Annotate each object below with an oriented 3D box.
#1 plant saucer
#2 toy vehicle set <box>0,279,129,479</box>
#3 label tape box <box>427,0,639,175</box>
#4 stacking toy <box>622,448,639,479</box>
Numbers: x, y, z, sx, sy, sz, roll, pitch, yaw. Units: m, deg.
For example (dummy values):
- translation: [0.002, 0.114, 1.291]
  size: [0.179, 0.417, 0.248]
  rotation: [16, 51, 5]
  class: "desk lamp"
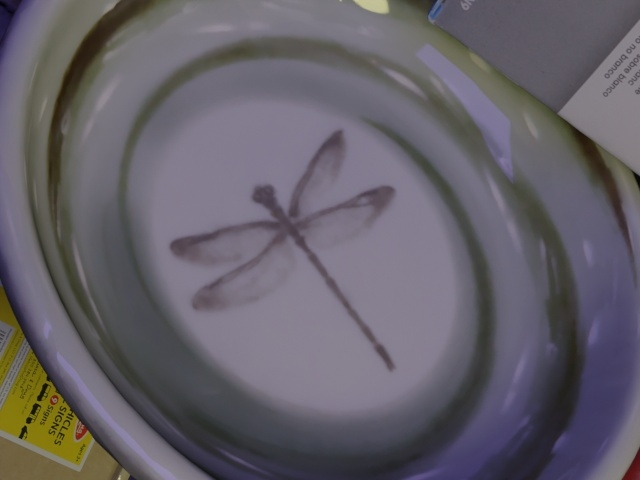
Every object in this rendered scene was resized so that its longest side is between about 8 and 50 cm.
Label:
- translation: [0.000, 0.000, 0.875]
  size: [0.401, 0.100, 0.400]
  rotation: [14, 58, -24]
  class: "plant saucer"
- translation: [-0.160, 0.075, 0.899]
  size: [0.166, 0.035, 0.266]
  rotation: [37, 74, -44]
  class: "toy vehicle set"
- translation: [0.263, -0.115, 0.958]
  size: [0.348, 0.115, 0.249]
  rotation: [38, 41, -3]
  class: "label tape box"
- translation: [0.081, 0.158, 0.937]
  size: [0.279, 0.130, 0.309]
  rotation: [44, 79, -5]
  class: "stacking toy"
